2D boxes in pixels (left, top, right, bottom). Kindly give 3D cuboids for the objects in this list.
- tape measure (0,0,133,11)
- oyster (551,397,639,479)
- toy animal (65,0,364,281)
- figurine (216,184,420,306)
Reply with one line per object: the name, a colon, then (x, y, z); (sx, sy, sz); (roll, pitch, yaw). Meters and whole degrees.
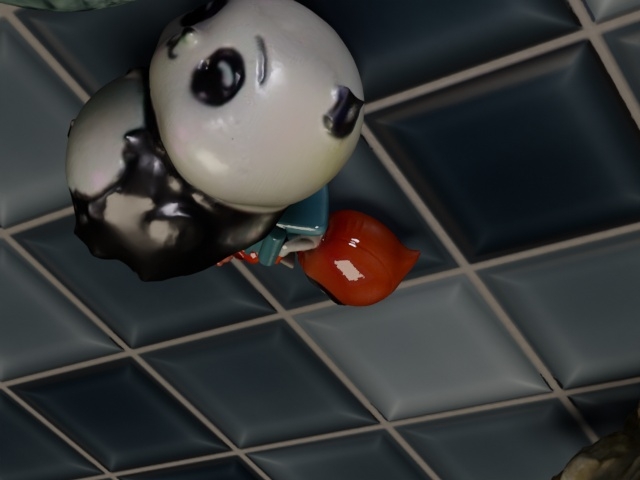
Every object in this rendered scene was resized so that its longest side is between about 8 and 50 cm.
tape measure: (-0.131, -0.244, 0.528); (0.256, 0.147, 0.275); (5, 135, 20)
oyster: (0.314, 0.161, 0.895); (0.341, 0.110, 0.166); (-26, 131, 34)
toy animal: (-0.062, -0.074, 0.712); (0.138, 0.166, 0.179); (25, 128, -34)
figurine: (0.000, 0.000, 0.835); (0.140, 0.068, 0.075); (17, 137, -13)
